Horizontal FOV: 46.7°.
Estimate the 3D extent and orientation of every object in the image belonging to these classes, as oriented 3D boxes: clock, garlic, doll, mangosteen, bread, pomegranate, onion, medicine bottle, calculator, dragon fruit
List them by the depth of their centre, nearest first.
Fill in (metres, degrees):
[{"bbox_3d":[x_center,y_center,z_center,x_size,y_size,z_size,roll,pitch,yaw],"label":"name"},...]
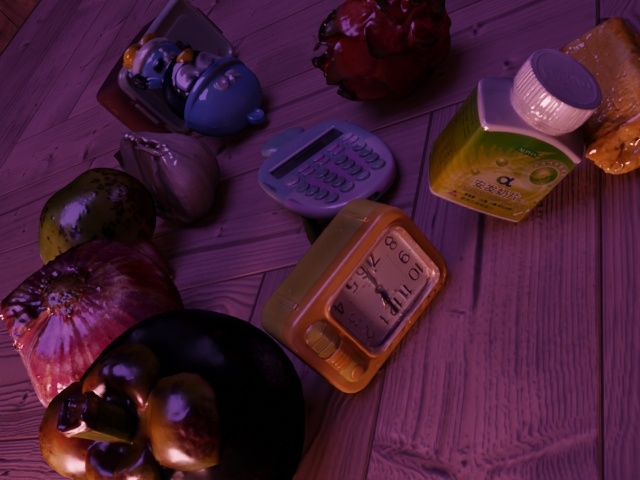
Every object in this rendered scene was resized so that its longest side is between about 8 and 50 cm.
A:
[{"bbox_3d":[-0.165,0.197,0.802,0.275,0.302,0.274,-7,73,24],"label":"mangosteen"},{"bbox_3d":[0.219,-0.117,0.832,0.188,0.132,0.088,123,160,-50],"label":"medicine bottle"},{"bbox_3d":[0.347,-0.170,0.871,0.114,0.083,0.210,-28,38,28],"label":"bread"},{"bbox_3d":[0.042,0.063,0.874,0.202,0.143,0.096,-52,30,-11],"label":"clock"},{"bbox_3d":[-0.309,0.141,1.076,0.231,0.272,0.256,31,83,26],"label":"onion"},{"bbox_3d":[0.001,-0.115,1.153,0.186,0.041,0.299,-37,36,-13],"label":"calculator"},{"bbox_3d":[0.092,-0.308,1.166,0.274,0.193,0.192,-37,25,52],"label":"dragon fruit"},{"bbox_3d":[-0.354,-0.005,1.273,0.248,0.214,0.214,34,76,9],"label":"pomegranate"},{"bbox_3d":[-0.261,-0.132,1.342,0.143,0.177,0.229,-33,43,-25],"label":"garlic"},{"bbox_3d":[-0.238,-0.304,1.445,0.314,0.141,0.177,31,57,15],"label":"doll"}]

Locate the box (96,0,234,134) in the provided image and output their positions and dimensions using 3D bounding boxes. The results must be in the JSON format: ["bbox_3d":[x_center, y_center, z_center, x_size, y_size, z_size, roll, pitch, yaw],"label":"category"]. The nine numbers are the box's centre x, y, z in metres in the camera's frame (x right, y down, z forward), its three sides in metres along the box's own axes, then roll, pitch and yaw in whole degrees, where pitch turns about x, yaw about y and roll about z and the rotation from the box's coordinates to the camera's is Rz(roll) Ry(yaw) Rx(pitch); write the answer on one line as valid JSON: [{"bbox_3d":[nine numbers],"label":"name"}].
[{"bbox_3d":[-0.349,-0.370,1.641,0.168,0.193,0.293,-7,49,46],"label":"box"}]

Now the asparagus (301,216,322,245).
[{"bbox_3d":[0.001,0.000,1.073,0.034,0.027,0.236,-27,37,1],"label":"asparagus"}]
